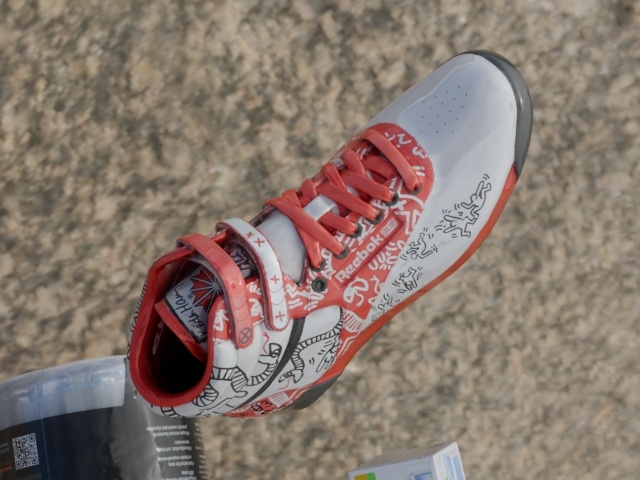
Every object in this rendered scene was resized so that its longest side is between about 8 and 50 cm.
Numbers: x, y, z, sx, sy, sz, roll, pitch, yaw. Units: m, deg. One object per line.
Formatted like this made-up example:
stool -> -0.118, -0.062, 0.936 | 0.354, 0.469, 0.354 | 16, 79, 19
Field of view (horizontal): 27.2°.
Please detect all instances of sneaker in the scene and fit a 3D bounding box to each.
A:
sneaker -> 0.000, 0.001, 0.739 | 0.090, 0.270, 0.145 | 51, 24, 26

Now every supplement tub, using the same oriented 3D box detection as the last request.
supplement tub -> -0.200, 0.291, 1.270 | 0.207, 0.207, 0.337 | -3, 75, -28

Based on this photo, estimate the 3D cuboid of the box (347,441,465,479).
box -> 0.116, 0.341, 1.490 | 0.114, 0.103, 0.203 | -1, 78, -71
